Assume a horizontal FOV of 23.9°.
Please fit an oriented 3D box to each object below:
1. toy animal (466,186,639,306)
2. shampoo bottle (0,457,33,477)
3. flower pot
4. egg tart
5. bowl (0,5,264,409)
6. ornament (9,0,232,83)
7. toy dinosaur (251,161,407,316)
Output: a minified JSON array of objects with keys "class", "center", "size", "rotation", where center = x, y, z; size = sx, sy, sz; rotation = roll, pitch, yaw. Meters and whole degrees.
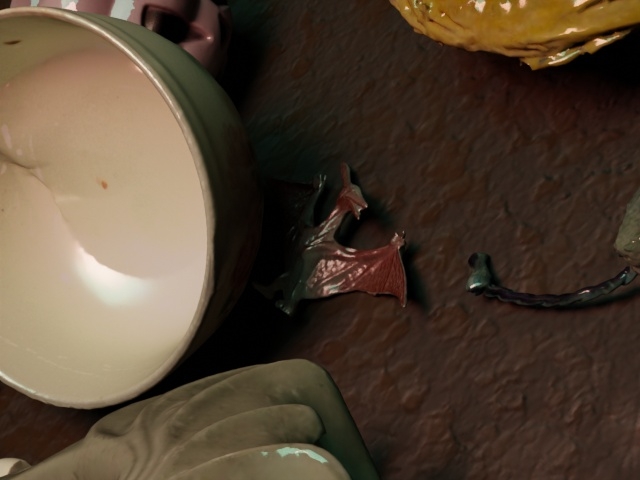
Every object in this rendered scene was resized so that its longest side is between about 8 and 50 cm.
[{"class":"toy animal","center":[0.188,-0.006,0.867],"size":[0.253,0.070,0.079],"rotation":[-33,7,34]},{"class":"shampoo bottle","center":[-0.273,0.205,1.103],"size":[0.152,0.045,0.077],"rotation":[-15,53,30]},{"class":"flower pot","center":[-0.085,0.175,0.783],"size":[0.254,0.164,0.367],"rotation":[-24,11,3]},{"class":"egg tart","center":[0.175,-0.220,0.992],"size":[0.295,0.116,0.295],"rotation":[-20,48,25]},{"class":"bowl","center":[-0.150,-0.031,1.062],"size":[0.277,0.145,0.277],"rotation":[8,106,28]},{"class":"ornament","center":[-0.158,-0.155,1.184],"size":[0.177,0.177,0.177],"rotation":[-22,48,27]},{"class":"toy dinosaur","center":[0.001,0.001,1.036],"size":[0.108,0.032,0.220],"rotation":[-52,39,1]}]
